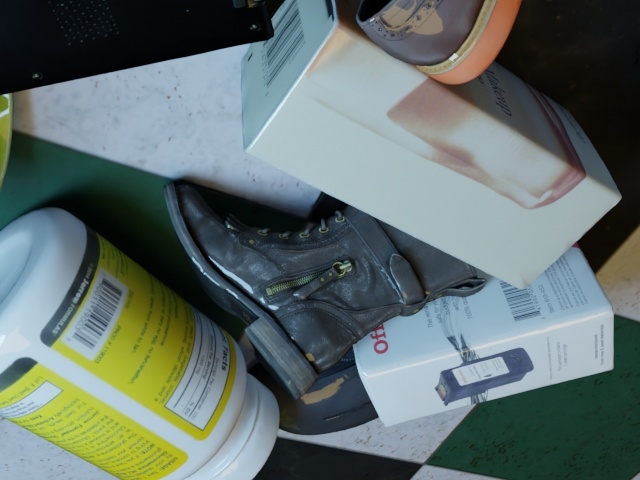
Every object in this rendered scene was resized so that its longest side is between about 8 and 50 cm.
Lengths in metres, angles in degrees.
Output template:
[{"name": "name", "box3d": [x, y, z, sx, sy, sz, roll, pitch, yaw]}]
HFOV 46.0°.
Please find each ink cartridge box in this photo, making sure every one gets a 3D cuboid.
[{"name": "ink cartridge box", "box3d": [0.150, 0.069, 0.773, 0.237, 0.172, 0.100, -16, 132, 5]}]

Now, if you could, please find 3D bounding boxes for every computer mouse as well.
[{"name": "computer mouse", "box3d": [0.039, 0.175, 0.913, 0.272, 0.072, 0.188, -13, 131, 3]}]

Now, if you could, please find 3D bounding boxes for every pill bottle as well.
[{"name": "pill bottle", "box3d": [-0.198, 0.132, 0.766, 0.188, 0.188, 0.334, -32, 127, 18]}]

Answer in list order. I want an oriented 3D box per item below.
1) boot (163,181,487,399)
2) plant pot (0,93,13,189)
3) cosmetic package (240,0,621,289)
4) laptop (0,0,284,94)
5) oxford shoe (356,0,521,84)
[{"name": "boot", "box3d": [0.000, 0.000, 0.727, 0.229, 0.263, 0.091, -36, 167, -13]}, {"name": "plant pot", "box3d": [-0.421, -0.094, 0.523, 0.294, 0.275, 0.274, 12, 129, 5]}, {"name": "cosmetic package", "box3d": [0.090, -0.096, 0.641, 0.296, 0.153, 0.129, 24, 124, -27]}, {"name": "laptop", "box3d": [-0.123, -0.295, 0.324, 0.408, 0.236, 0.382, -13, 143, -1]}, {"name": "oxford shoe", "box3d": [0.094, -0.245, 0.481, 0.098, 0.097, 0.271, 14, 89, -35]}]
